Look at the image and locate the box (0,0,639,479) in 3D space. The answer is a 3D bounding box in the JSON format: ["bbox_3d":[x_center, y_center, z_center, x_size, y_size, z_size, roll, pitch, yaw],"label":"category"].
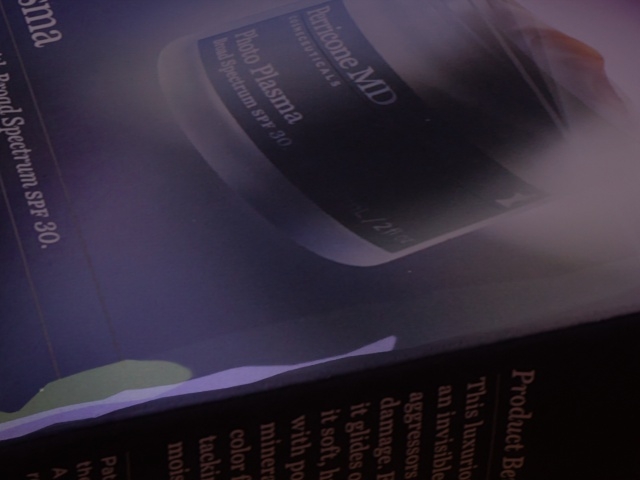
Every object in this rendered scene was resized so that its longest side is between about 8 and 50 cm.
[{"bbox_3d":[0.000,0.000,0.631,0.294,0.182,0.296,-11,42,-16],"label":"box"}]
